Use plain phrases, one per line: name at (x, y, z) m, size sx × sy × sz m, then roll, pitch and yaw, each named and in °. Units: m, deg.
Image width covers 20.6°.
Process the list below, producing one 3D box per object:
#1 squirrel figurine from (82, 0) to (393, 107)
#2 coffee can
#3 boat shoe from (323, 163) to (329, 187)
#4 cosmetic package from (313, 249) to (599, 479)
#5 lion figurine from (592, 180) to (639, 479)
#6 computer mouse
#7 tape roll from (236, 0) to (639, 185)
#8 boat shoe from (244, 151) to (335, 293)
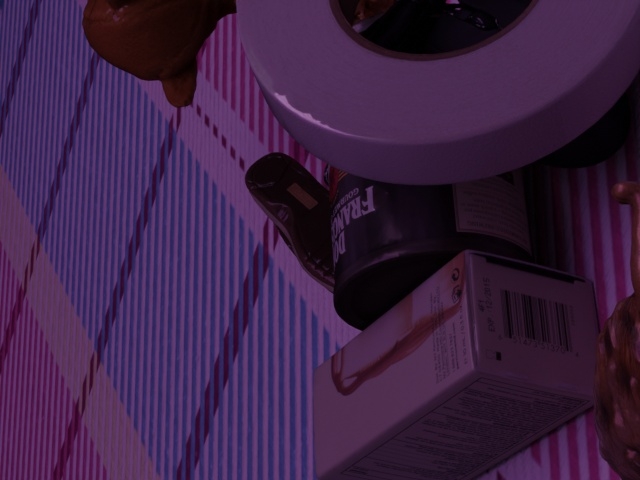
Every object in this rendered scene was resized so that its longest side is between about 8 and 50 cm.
squirrel figurine at (-0.097, -0.338, 2.090) m, size 0.397 × 0.281 × 0.370 m, roll 9°, pitch 45°, yaw 39°
coffee can at (0.106, -0.064, 1.762) m, size 0.201 × 0.201 × 0.275 m, roll -42°, pitch 43°, yaw 50°
boat shoe at (0.051, -0.090, 2.020) m, size 0.228 × 0.076 × 0.080 m, roll -2°, pitch 78°, yaw 63°
cosmetic package at (0.125, 0.137, 1.703) m, size 0.296 × 0.153 × 0.129 m, roll -41°, pitch 43°, yaw 49°
lion figurine at (0.345, 0.051, 1.319) m, size 0.392 × 0.142 × 0.240 m, roll -26°, pitch 65°, yaw 53°
computer mouse at (0.172, -0.172, 1.655) m, size 0.272 × 0.188 × 0.072 m, roll 38°, pitch 162°, yaw 22°
tape roll at (0.114, -0.227, 1.629) m, size 0.072 × 0.392 × 0.392 m, roll 67°, pitch -168°, yaw -55°
boat shoe at (0.007, -0.005, 2.085) m, size 0.095 × 0.095 × 0.257 m, roll -32°, pitch 48°, yaw -5°
